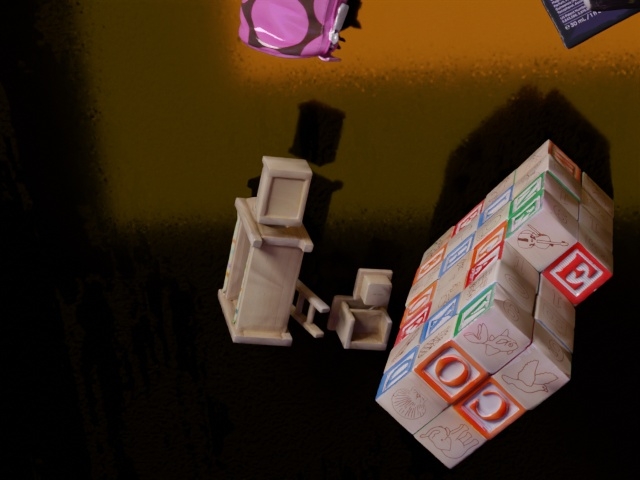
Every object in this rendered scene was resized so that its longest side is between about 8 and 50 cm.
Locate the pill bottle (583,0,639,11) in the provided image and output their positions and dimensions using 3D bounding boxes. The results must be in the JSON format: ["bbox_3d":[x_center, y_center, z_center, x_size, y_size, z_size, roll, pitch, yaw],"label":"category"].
[{"bbox_3d":[0.312,-0.241,0.993,0.246,0.130,0.130,-3,112,13],"label":"pill bottle"}]

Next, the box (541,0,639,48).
[{"bbox_3d":[0.273,-0.303,1.099,0.261,0.103,0.184,-26,109,21],"label":"box"}]

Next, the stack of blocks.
[{"bbox_3d":[0.157,0.044,1.164,0.087,0.297,0.171,43,115,-8],"label":"stack of blocks"}]

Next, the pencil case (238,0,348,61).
[{"bbox_3d":[-0.006,-0.262,1.182,0.098,0.095,0.209,32,124,36],"label":"pencil case"}]

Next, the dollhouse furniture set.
[{"bbox_3d":[0.000,0.000,1.311,0.161,0.101,0.181,5,116,-17],"label":"dollhouse furniture set"}]
